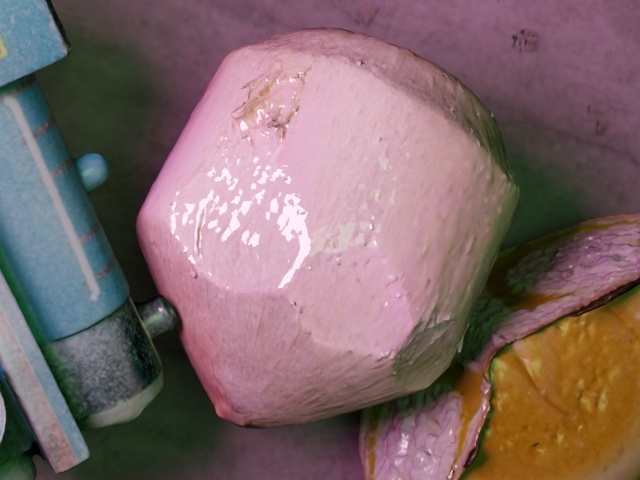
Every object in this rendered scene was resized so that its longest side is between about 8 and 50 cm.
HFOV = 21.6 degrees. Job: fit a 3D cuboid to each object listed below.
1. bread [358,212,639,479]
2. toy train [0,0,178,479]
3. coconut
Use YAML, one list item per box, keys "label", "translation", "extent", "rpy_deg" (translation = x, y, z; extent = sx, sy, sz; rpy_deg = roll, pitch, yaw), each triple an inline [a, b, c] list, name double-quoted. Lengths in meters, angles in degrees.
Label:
- label: "bread"
  translation: [0.134, 0.103, 1.073]
  extent: [0.260, 0.158, 0.156]
  rpy_deg: [-27, 109, -18]
- label: "toy train"
  translation: [-0.192, -0.009, 0.897]
  extent: [0.194, 0.120, 0.298]
  rpy_deg: [-28, 109, -17]
- label: "coconut"
  translation: [0.000, 0.000, 0.993]
  extent: [0.224, 0.224, 0.234]
  rpy_deg: [35, 70, -12]
